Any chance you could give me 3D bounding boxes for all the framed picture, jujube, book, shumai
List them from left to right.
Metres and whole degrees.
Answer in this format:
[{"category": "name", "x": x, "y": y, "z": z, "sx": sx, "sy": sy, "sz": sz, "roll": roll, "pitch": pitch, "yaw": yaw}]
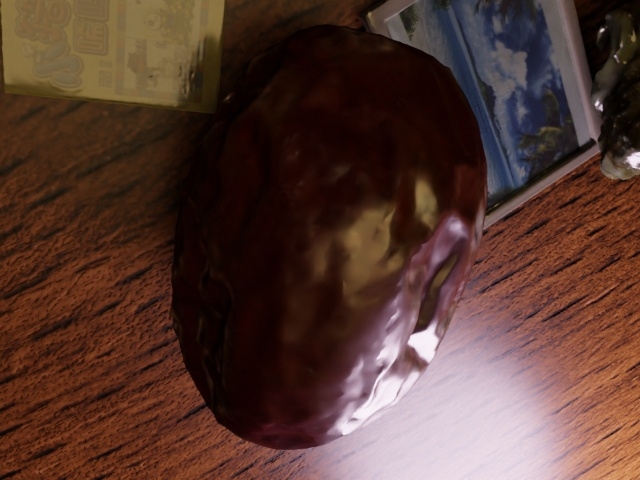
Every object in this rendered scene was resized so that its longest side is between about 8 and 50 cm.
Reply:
[{"category": "book", "x": -0.180, "y": -0.206, "z": 0.535, "sx": 0.193, "sy": 0.013, "sz": 0.167, "roll": 1, "pitch": 113, "yaw": -20}, {"category": "jujube", "x": 0.001, "y": 0.000, "z": 0.557, "sx": 0.277, "sy": 0.276, "sz": 0.376, "roll": 6, "pitch": 112, "yaw": -23}, {"category": "framed picture", "x": 0.205, "y": -0.176, "z": 0.684, "sx": 0.232, "sy": 0.024, "sz": 0.314, "roll": -34, "pitch": 121, "yaw": -4}, {"category": "shumai", "x": 0.403, "y": -0.204, "z": 0.683, "sx": 0.256, "sy": 0.189, "sz": 0.218, "roll": -34, "pitch": 99, "yaw": -2}]
